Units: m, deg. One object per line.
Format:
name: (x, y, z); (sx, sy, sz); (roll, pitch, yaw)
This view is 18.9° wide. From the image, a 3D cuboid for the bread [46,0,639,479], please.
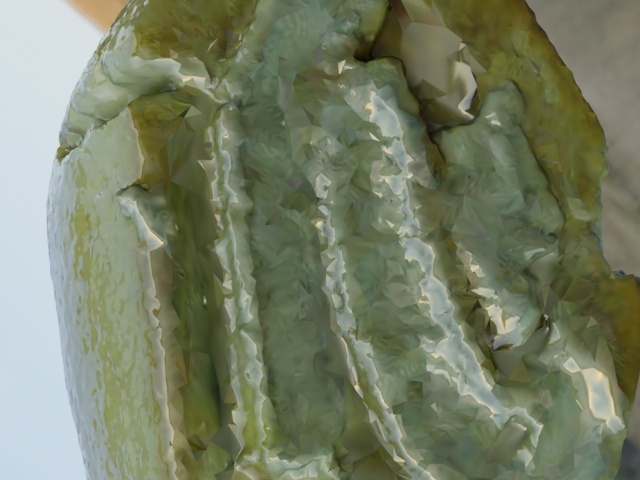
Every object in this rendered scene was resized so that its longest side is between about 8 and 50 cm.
bread: (0.000, 0.000, 0.654); (0.124, 0.186, 0.257); (145, 111, -71)
